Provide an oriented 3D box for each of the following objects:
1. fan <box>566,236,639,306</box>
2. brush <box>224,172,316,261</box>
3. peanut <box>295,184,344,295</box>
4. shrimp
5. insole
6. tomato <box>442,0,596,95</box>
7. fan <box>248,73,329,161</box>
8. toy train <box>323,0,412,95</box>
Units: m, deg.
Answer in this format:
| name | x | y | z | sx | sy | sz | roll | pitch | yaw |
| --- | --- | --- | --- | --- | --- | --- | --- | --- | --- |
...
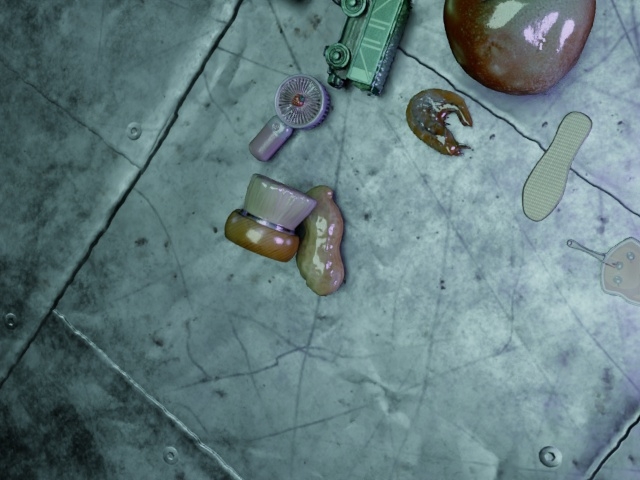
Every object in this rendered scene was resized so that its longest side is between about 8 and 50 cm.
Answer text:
| name | x | y | z | sx | sy | sz | roll | pitch | yaw |
| --- | --- | --- | --- | --- | --- | --- | --- | --- | --- |
| fan | 0.627 | 0.050 | 1.545 | 0.220 | 0.009 | 0.132 | 28 | 100 | 17 |
| brush | -0.127 | -0.060 | 1.703 | 0.174 | 0.267 | 0.166 | 20 | 93 | -17 |
| peanut | 0.000 | 0.000 | 1.723 | 0.117 | 0.101 | 0.263 | 2 | 92 | 6 |
| shrimp | 0.276 | -0.268 | 1.641 | 0.132 | 0.052 | 0.187 | -45 | 74 | 16 |
| insole | 0.509 | -0.161 | 1.584 | 0.086 | 0.005 | 0.253 | 26 | 100 | 17 |
| tomato | 0.398 | -0.441 | 1.462 | 0.304 | 0.239 | 0.303 | 0 | 116 | 0 |
| fan | -0.081 | -0.290 | 1.760 | 0.130 | 0.074 | 0.244 | 46 | 106 | 12 |
| toy train | 0.105 | -0.469 | 1.671 | 0.154 | 0.115 | 0.269 | 21 | 98 | 10 |
